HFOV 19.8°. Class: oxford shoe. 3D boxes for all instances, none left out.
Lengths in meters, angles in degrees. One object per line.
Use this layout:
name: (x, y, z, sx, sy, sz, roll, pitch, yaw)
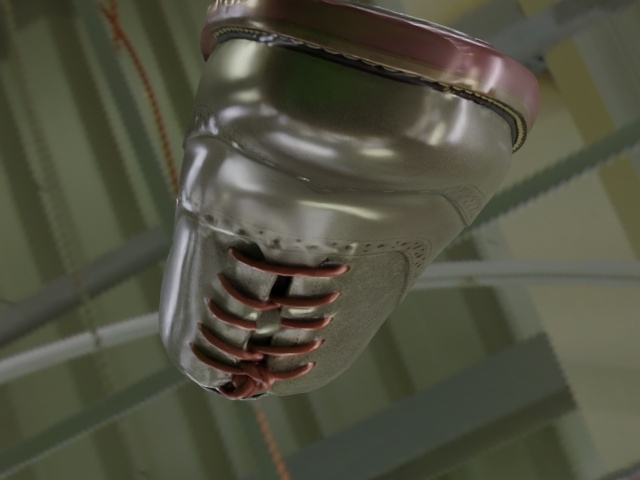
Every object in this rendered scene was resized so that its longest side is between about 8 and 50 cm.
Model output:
oxford shoe: (0.000, 0.000, 0.691, 0.123, 0.348, 0.130, 17, -101, 0)
